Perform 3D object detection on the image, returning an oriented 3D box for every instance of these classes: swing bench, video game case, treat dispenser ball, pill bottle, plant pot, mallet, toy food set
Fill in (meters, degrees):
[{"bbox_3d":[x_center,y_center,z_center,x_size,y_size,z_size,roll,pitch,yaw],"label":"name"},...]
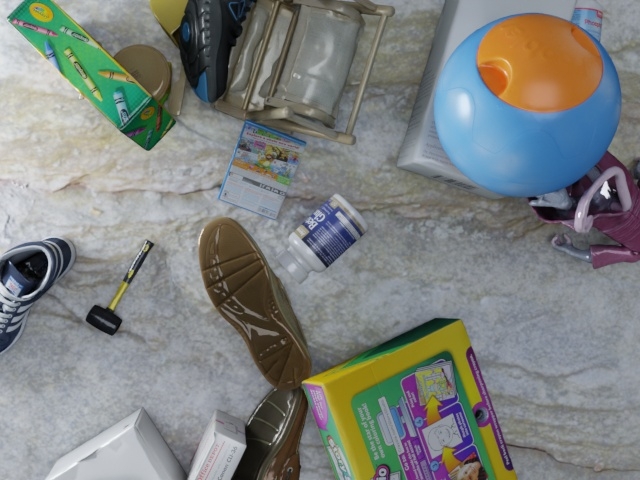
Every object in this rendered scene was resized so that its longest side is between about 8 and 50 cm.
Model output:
[{"bbox_3d":[-0.038,-0.324,1.397,0.165,0.254,0.253,17,91,-41],"label":"swing bench"},{"bbox_3d":[-0.110,-0.129,1.455,0.119,0.015,0.166,21,116,-6],"label":"video game case"},{"bbox_3d":[0.326,-0.213,1.246,0.288,0.288,0.288,0,92,-6],"label":"treat dispenser ball"},{"bbox_3d":[0.000,0.000,1.466,0.169,0.094,0.094,-43,96,-3],"label":"pill bottle"},{"bbox_3d":[-0.265,-0.418,1.433,0.081,0.081,0.083,-44,84,-3],"label":"plant pot"},{"bbox_3d":[-0.375,0.080,1.461,0.062,0.039,0.190,23,85,-4],"label":"mallet"},{"bbox_3d":[0.497,-0.409,1.509,0.087,0.087,0.160,4,92,-6],"label":"pill bottle"},{"bbox_3d":[-0.338,-0.298,1.453,0.191,0.038,0.133,11,86,4],"label":"toy food set"}]

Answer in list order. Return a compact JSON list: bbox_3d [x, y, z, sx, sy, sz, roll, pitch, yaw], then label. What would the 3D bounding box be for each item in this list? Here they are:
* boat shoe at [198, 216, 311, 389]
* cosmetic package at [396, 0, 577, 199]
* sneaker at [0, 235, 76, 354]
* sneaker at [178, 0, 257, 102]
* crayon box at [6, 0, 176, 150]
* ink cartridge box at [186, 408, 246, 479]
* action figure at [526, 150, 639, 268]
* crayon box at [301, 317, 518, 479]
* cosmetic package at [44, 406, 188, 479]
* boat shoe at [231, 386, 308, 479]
[{"bbox_3d":[-0.122,0.113,1.451,0.121,0.110,0.341,-24,98,7],"label":"boat shoe"},{"bbox_3d":[0.304,-0.292,1.461,0.217,0.156,0.385,18,89,-7],"label":"cosmetic package"},{"bbox_3d":[-0.554,0.107,1.380,0.099,0.153,0.282,39,88,-5],"label":"sneaker"},{"bbox_3d":[-0.162,-0.408,1.350,0.139,0.125,0.341,-7,112,-33],"label":"sneaker"},{"bbox_3d":[-0.389,-0.290,1.351,0.278,0.165,0.081,44,89,7],"label":"crayon box"},{"bbox_3d":[-0.187,0.390,1.407,0.067,0.198,0.115,26,89,-6],"label":"ink cartridge box"},{"bbox_3d":[0.558,-0.065,1.429,0.370,0.275,0.248,31,92,-22],"label":"action figure"},{"bbox_3d":[0.174,0.369,1.450,0.313,0.106,0.363,-21,94,-23],"label":"crayon box"},{"bbox_3d":[-0.314,0.517,1.420,0.196,0.155,0.366,-30,94,-5],"label":"cosmetic package"},{"bbox_3d":[-0.093,0.418,1.476,0.104,0.110,0.307,31,81,-34],"label":"boat shoe"}]
